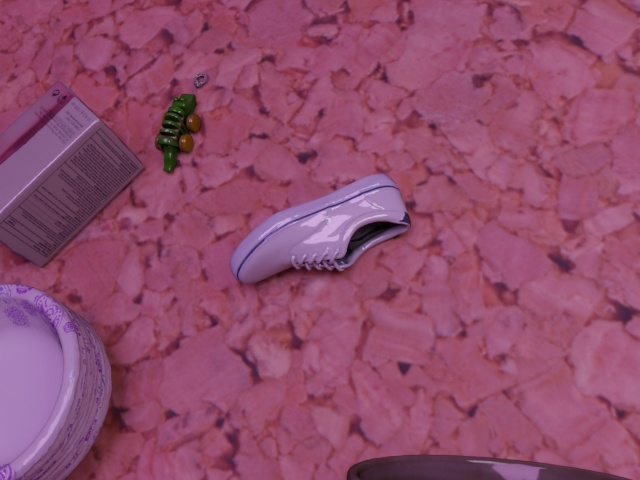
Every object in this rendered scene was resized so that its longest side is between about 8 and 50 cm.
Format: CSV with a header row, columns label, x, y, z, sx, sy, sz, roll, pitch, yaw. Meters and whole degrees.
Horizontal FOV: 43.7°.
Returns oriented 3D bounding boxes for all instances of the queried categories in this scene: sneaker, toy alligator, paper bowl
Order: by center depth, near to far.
label,x,y,z,sx,sy,sz,roll,pitch,yaw
sneaker,0.000,0.000,1.080,0.258,0.094,0.091,-28,56,2
paper bowl,-0.418,0.213,1.082,0.284,0.148,0.285,-7,64,15
toy alligator,-0.223,-0.200,1.268,0.056,0.051,0.190,7,68,20

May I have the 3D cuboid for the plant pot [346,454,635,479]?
label,x,y,z,sx,sy,sz,roll,pitch,yaw
plant pot,0.176,0.369,0.756,0.322,0.323,0.281,1,82,18

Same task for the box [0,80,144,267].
label,x,y,z,sx,sy,sz,roll,pitch,yaw
box,-0.416,-0.100,1.227,0.232,0.149,0.127,-45,61,-7
